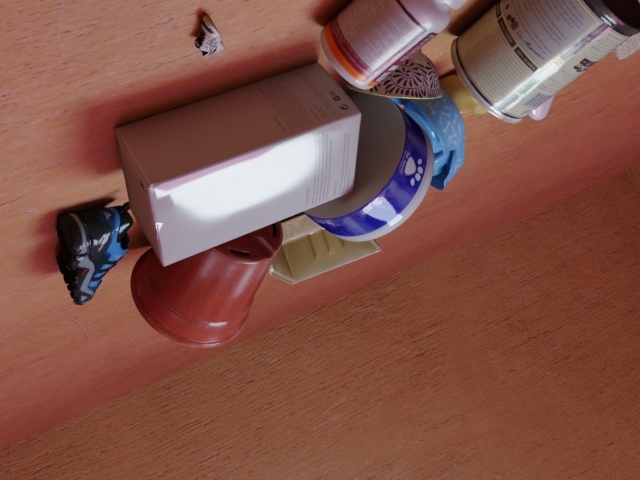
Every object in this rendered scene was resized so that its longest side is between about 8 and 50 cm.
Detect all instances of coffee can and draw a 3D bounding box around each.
[{"bbox_3d":[0.398,-0.369,1.480,0.201,0.202,0.275,-12,160,-48],"label":"coffee can"}]

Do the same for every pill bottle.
[{"bbox_3d":[0.114,-0.335,1.235,0.221,0.121,0.121,-36,164,31],"label":"pill bottle"}]

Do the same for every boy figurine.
[{"bbox_3d":[0.367,-0.333,1.777,0.285,0.092,0.177,-23,162,-15],"label":"boy figurine"}]

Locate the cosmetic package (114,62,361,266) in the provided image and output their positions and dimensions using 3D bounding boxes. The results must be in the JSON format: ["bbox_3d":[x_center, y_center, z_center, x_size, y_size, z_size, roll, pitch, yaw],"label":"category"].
[{"bbox_3d":[-0.128,-0.128,1.360,0.365,0.155,0.197,-21,145,-21],"label":"cosmetic package"}]

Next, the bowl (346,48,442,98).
[{"bbox_3d":[0.132,-0.298,1.432,0.170,0.170,0.080,-13,116,-45],"label":"bowl"}]

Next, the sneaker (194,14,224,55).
[{"bbox_3d":[-0.155,-0.275,1.135,0.037,0.032,0.083,-27,166,-4],"label":"sneaker"}]

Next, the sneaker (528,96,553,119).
[{"bbox_3d":[0.465,-0.351,1.689,0.085,0.086,0.237,-16,127,-29],"label":"sneaker"}]

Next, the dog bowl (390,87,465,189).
[{"bbox_3d":[0.232,-0.223,1.747,0.074,0.166,0.297,-38,156,-9],"label":"dog bowl"}]

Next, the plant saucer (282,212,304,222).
[{"bbox_3d":[-0.057,-0.057,2.137,0.083,0.015,0.083,-26,166,-7],"label":"plant saucer"}]

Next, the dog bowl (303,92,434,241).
[{"bbox_3d":[0.071,-0.137,1.544,0.265,0.265,0.104,-33,141,21],"label":"dog bowl"}]

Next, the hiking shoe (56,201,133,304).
[{"bbox_3d":[-0.421,0.034,1.577,0.132,0.113,0.304,-20,164,-25],"label":"hiking shoe"}]

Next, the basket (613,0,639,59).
[{"bbox_3d":[0.668,-0.475,1.801,0.113,0.103,0.167,-31,167,17],"label":"basket"}]

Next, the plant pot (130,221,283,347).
[{"bbox_3d":[-0.221,0.036,1.715,0.272,0.272,0.265,-15,153,-41],"label":"plant pot"}]

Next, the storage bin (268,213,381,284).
[{"bbox_3d":[0.000,0.000,2.125,0.262,0.123,0.260,-20,169,7],"label":"storage bin"}]
